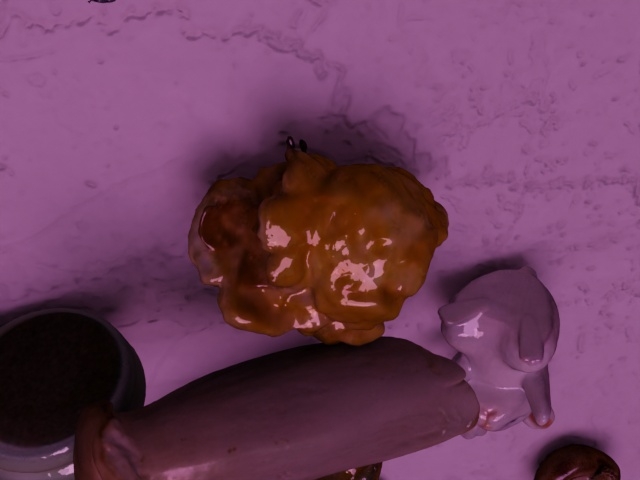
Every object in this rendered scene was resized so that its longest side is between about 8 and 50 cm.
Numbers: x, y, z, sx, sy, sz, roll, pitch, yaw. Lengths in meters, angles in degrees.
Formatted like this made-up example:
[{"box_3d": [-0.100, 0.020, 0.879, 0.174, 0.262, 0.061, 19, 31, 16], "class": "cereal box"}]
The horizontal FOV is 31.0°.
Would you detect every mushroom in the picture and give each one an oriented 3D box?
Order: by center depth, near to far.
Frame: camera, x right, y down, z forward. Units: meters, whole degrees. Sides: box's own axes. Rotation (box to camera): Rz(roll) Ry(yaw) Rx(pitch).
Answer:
[{"box_3d": [-0.048, 0.179, 1.151, 0.407, 0.154, 0.137, -7, 118, -27], "class": "mushroom"}, {"box_3d": [0.348, 0.333, 1.570, 0.127, 0.087, 0.127, -7, 126, -10], "class": "mushroom"}]

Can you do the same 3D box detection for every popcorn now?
[{"box_3d": [-0.003, 0.003, 1.149, 0.253, 0.190, 0.191, 16, 94, -13], "class": "popcorn"}]

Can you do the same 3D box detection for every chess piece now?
[{"box_3d": [-0.260, 0.229, 1.274, 0.194, 0.195, 0.299, -15, 141, -2], "class": "chess piece"}]

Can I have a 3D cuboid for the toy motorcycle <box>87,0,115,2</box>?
[{"box_3d": [-0.235, -0.267, 0.924, 0.205, 0.076, 0.114, 17, 114, -24], "class": "toy motorcycle"}]

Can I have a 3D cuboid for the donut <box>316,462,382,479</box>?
[{"box_3d": [-0.037, 0.275, 1.336, 0.261, 0.128, 0.208, -50, 130, -19], "class": "donut"}]

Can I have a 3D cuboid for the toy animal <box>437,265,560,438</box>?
[{"box_3d": [0.211, 0.168, 1.358, 0.140, 0.138, 0.282, 15, 128, 19], "class": "toy animal"}]
